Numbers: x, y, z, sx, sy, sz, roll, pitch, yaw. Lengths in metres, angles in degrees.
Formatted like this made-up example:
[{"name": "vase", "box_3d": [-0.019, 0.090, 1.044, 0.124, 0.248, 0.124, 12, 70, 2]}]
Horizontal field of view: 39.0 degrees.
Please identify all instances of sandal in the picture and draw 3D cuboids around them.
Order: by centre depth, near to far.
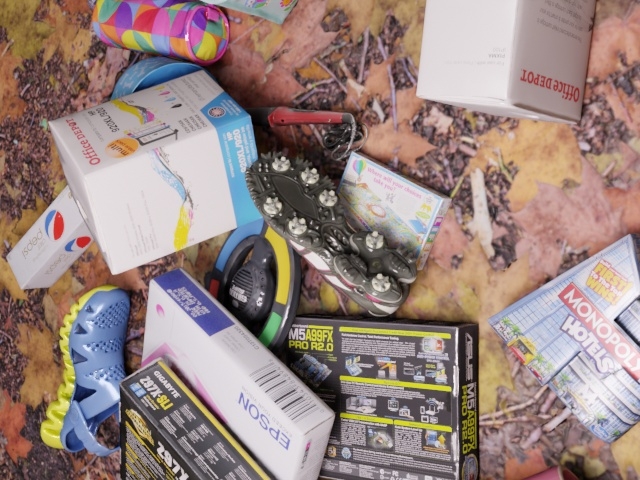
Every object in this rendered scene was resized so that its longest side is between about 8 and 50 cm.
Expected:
[{"name": "sandal", "box_3d": [-0.353, 0.222, 1.470, 0.138, 0.126, 0.317, 26, 114, 29]}]

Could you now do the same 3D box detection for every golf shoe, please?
[{"name": "golf shoe", "box_3d": [0.000, 0.000, 1.181, 0.273, 0.105, 0.120, 44, 155, 15]}]

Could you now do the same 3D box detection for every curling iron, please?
[{"name": "curling iron", "box_3d": [-0.055, -0.163, 1.284, 0.274, 0.035, 0.068, 14, 101, 31]}]

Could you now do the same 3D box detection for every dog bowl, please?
[{"name": "dog bowl", "box_3d": [-0.262, -0.141, 1.372, 0.074, 0.166, 0.297, 39, 113, 41]}]

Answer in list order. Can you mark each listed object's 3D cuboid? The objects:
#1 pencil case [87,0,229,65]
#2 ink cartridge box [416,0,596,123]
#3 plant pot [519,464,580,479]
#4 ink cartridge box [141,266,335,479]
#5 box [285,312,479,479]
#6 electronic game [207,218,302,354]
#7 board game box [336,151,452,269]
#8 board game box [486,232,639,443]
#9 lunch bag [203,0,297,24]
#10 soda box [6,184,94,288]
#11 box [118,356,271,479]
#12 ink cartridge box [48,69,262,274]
[{"name": "pencil case", "box_3d": [-0.251, -0.336, 1.396, 0.236, 0.104, 0.104, 20, 102, 33]}, {"name": "ink cartridge box", "box_3d": [0.215, -0.280, 0.991, 0.117, 0.207, 0.283, 10, 96, 36]}, {"name": "plant pot", "box_3d": [0.233, 0.354, 1.009, 0.180, 0.201, 0.201, -38, 69, 14]}, {"name": "ink cartridge box", "box_3d": [-0.136, 0.256, 1.263, 0.324, 0.071, 0.330, 39, 134, 30]}, {"name": "box", "box_3d": [0.076, 0.210, 1.190, 0.270, 0.060, 0.216, -1, 90, 36]}, {"name": "electronic game", "box_3d": [-0.099, 0.073, 1.281, 0.229, 0.048, 0.229, -22, 61, 49]}, {"name": "board game box", "box_3d": [0.088, -0.040, 1.197, 0.154, 0.026, 0.103, 31, 109, 31]}, {"name": "board game box", "box_3d": [0.321, 0.095, 1.010, 0.194, 0.060, 0.194, 51, 118, 24]}, {"name": "lunch bag", "box_3d": [-0.103, -0.425, 1.186, 0.223, 0.262, 0.160, -50, 64, 24]}, {"name": "soda box", "box_3d": [-0.450, -0.005, 1.560, 0.216, 0.069, 0.074, -42, 68, 30]}, {"name": "box", "box_3d": [-0.154, 0.353, 1.223, 0.322, 0.079, 0.257, 42, 141, 26]}, {"name": "ink cartridge box", "box_3d": [-0.221, -0.098, 1.240, 0.171, 0.232, 0.168, 47, 153, 45]}]
